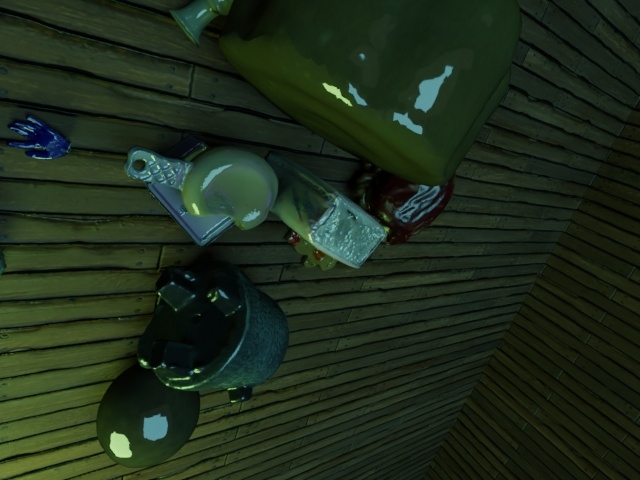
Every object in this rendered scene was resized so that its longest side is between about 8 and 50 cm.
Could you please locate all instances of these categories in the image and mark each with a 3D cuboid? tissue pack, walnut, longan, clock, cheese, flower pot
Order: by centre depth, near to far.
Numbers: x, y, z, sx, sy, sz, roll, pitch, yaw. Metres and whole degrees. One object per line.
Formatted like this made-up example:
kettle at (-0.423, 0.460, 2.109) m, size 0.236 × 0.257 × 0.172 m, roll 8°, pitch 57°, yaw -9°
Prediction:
cheese at (-0.212, -0.108, 0.763) m, size 0.286 × 0.082 × 0.163 m, roll 9°, pitch 112°, yaw -40°
clock at (-0.250, -0.099, 0.847) m, size 0.144 × 0.073 × 0.193 m, roll -39°, pitch 135°, yaw -11°
tissue pack at (-0.013, -0.070, 0.912) m, size 0.201 × 0.271 × 0.124 m, roll 28°, pitch 97°, yaw -46°
flower pot at (-0.249, 0.202, 0.913) m, size 0.299 × 0.299 × 0.283 m, roll -46°, pitch 144°, yaw -4°
longan at (-0.396, 0.397, 0.973) m, size 0.248 × 0.248 × 0.248 m, roll -20°, pitch 129°, yaw -27°
walnut at (0.210, -0.136, 1.087) m, size 0.244 × 0.221 × 0.269 m, roll 41°, pitch 77°, yaw -9°

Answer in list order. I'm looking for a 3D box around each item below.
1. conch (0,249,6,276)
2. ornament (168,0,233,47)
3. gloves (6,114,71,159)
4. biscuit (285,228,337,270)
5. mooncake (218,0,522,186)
conch at (-0.588, 0.049, 0.667) m, size 0.135 × 0.102 × 0.153 m, roll -41°, pitch 137°, yaw -30°
ornament at (-0.174, -0.408, 0.696) m, size 0.156 × 0.081 × 0.075 m, roll -43°, pitch 140°, yaw -1°
gloves at (-0.460, -0.162, 0.672) m, size 0.064 × 0.026 × 0.086 m, roll -52°, pitch 136°, yaw 6°
biscuit at (0.000, 0.000, 1.140) m, size 0.166 × 0.036 × 0.225 m, roll -46°, pitch 136°, yaw -1°
mooncake at (0.079, -0.296, 0.702) m, size 0.467 × 0.467 × 0.262 m, roll 25°, pitch 95°, yaw -45°
